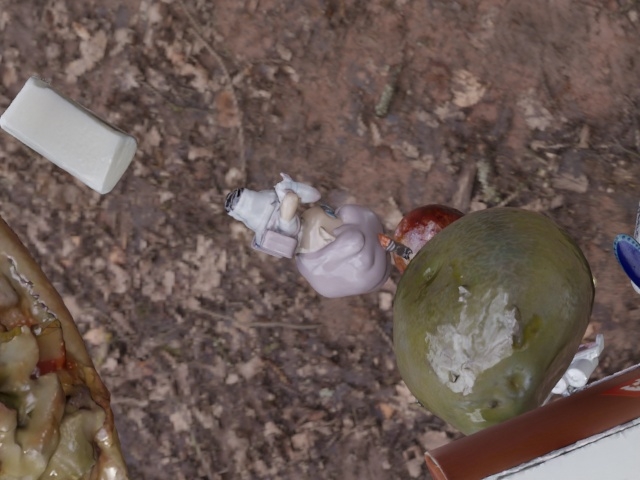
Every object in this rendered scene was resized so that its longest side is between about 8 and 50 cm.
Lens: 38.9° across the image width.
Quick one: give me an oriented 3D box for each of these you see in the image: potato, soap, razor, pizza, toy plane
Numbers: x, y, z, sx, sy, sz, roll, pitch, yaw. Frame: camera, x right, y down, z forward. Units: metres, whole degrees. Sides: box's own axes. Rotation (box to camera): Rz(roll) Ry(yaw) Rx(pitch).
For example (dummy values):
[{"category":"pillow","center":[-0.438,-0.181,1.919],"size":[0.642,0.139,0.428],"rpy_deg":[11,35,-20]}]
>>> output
[{"category":"potato","center":[0.138,0.064,0.736],"size":[0.160,0.235,0.177],"rpy_deg":[4,112,12]},{"category":"soap","center":[-0.253,-0.111,0.926],"size":[0.064,0.121,0.183],"rpy_deg":[-56,17,-1]},{"category":"razor","center":[0.272,0.056,0.677],"size":[0.154,0.028,0.044],"rpy_deg":[48,126,-2]},{"category":"pizza","center":[-0.158,0.045,0.338],"size":[0.052,0.195,0.185],"rpy_deg":[-37,82,24]},{"category":"toy plane","center":[0.306,0.183,1.359],"size":[0.252,0.252,0.118],"rpy_deg":[-19,104,32]}]

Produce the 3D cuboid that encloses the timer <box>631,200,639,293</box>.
[{"category":"timer","center":[0.444,-0.067,1.064],"size":[0.087,0.237,0.262],"rpy_deg":[16,56,8]}]

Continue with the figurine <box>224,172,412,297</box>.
[{"category":"figurine","center":[0.000,0.000,1.018],"size":[0.137,0.229,0.112],"rpy_deg":[-21,47,67]}]

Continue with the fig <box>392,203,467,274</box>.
[{"category":"fig","center":[0.204,0.012,1.738],"size":[0.207,0.175,0.175],"rpy_deg":[7,92,59]}]

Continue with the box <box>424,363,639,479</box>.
[{"category":"box","center":[0.299,0.256,0.561],"size":[0.345,0.122,0.385],"rpy_deg":[-21,89,-2]}]

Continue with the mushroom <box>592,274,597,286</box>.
[{"category":"mushroom","center":[0.354,0.110,1.605],"size":[0.278,0.099,0.096],"rpy_deg":[-16,34,1]}]
